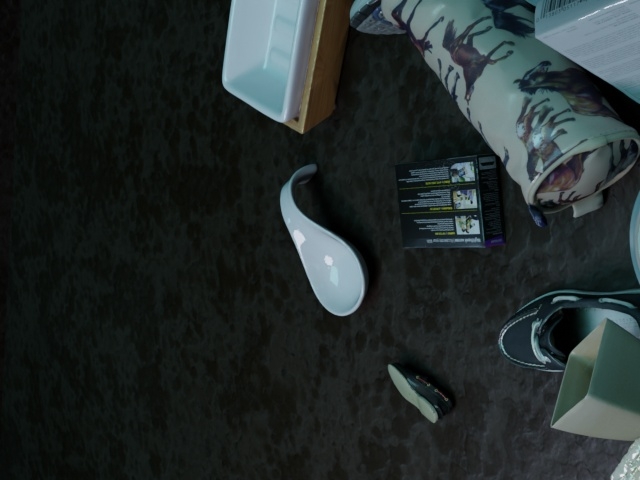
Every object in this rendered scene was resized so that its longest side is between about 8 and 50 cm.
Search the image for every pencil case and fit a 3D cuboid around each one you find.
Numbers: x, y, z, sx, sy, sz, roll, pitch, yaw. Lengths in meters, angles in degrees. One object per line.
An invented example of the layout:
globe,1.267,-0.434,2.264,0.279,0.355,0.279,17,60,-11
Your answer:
pencil case,0.237,-0.216,1.345,0.410,0.160,0.183,59,164,28

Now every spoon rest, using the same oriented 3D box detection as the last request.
spoon rest,0.000,0.000,1.763,0.137,0.084,0.276,-48,58,46

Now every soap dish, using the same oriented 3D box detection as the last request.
soap dish,-0.052,-0.355,1.738,0.229,0.118,0.290,35,123,44

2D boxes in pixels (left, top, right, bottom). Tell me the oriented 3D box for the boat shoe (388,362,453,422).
boat shoe,0.156,0.235,1.636,0.133,0.042,0.048,40,152,43

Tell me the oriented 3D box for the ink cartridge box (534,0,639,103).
ink cartridge box,0.380,-0.221,1.128,0.189,0.232,0.066,-14,63,54

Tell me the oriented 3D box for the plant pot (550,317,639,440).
plant pot,0.344,0.174,1.207,0.096,0.109,0.109,24,148,1

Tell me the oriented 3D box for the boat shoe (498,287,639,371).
boat shoe,0.328,0.118,1.341,0.303,0.091,0.114,-25,79,53

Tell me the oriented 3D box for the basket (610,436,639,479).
basket,0.437,0.260,1.214,0.113,0.103,0.167,51,134,36

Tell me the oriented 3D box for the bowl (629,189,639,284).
bowl,0.454,-0.001,1.096,0.312,0.163,0.311,15,108,52

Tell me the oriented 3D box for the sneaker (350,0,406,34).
sneaker,0.142,-0.410,1.508,0.297,0.111,0.129,-39,50,45

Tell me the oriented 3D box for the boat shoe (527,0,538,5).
boat shoe,0.361,-0.362,1.202,0.306,0.105,0.113,-32,82,58

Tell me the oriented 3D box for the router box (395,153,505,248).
router box,0.188,-0.056,1.534,0.179,0.046,0.133,0,97,53
